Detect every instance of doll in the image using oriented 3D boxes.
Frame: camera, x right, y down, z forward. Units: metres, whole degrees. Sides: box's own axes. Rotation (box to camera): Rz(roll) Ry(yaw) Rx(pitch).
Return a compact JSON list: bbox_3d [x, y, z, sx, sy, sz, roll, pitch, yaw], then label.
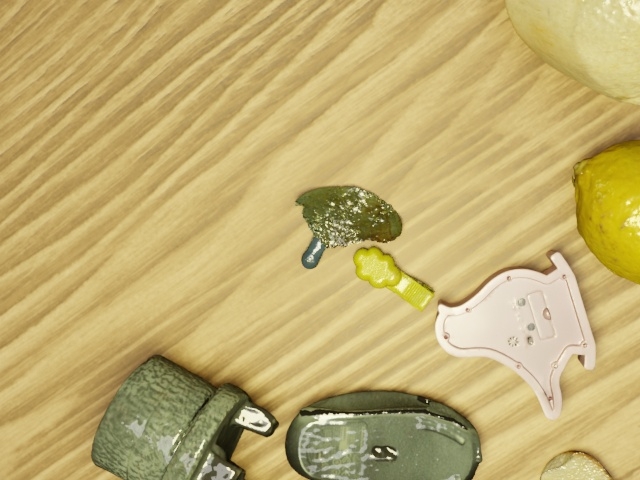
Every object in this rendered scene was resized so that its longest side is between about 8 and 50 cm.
[{"bbox_3d":[0.000,0.000,1.422,0.037,0.027,0.125,29,94,4],"label":"doll"}]

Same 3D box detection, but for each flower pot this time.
[{"bbox_3d":[-0.255,0.399,1.359,0.282,0.299,0.299,24,97,9],"label":"flower pot"}]

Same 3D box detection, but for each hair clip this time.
[{"bbox_3d":[0.137,0.075,1.398,0.173,0.046,0.072,36,94,6],"label":"hair clip"}]

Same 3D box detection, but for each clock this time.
[{"bbox_3d":[0.373,0.197,1.359,0.275,0.080,0.290,-20,90,9],"label":"clock"}]

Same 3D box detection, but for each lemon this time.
[{"bbox_3d":[0.573,-0.049,1.229,0.310,0.253,0.254,29,97,5],"label":"lemon"}]

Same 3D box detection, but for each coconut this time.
[{"bbox_3d":[0.496,-0.421,1.159,0.415,0.415,0.345,41,109,3],"label":"coconut"}]

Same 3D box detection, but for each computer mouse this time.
[{"bbox_3d":[0.119,0.392,1.391,0.373,0.114,0.203,7,93,-1],"label":"computer mouse"}]

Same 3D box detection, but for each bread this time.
[{"bbox_3d":[0.496,0.468,1.382,0.126,0.044,0.129,-34,92,16],"label":"bread"}]

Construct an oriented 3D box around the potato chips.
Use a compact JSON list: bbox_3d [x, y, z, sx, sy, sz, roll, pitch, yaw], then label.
[{"bbox_3d":[0.052,-0.042,1.394,0.209,0.026,0.142,32,82,7],"label":"potato chips"}]
